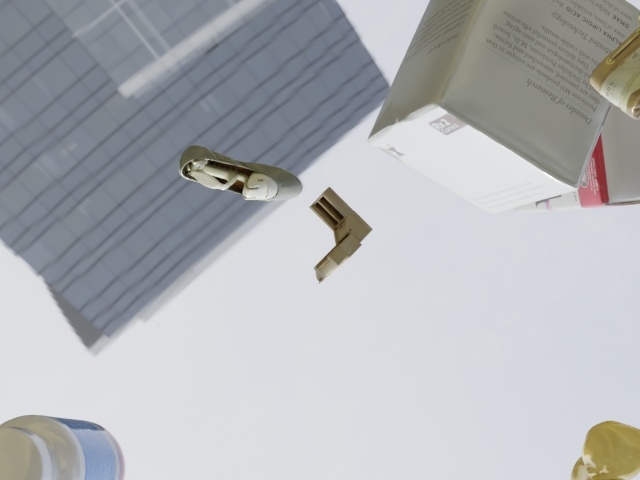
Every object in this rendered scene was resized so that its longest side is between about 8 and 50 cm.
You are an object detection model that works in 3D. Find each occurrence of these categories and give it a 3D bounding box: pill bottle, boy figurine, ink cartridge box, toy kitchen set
[{"bbox_3d":[-0.310,0.259,1.137,0.124,0.221,0.124,-2,-103,7],"label":"pill bottle"},{"bbox_3d":[0.402,0.373,1.439,0.092,0.285,0.177,5,-159,4],"label":"boy figurine"},{"bbox_3d":[0.426,-0.164,1.668,0.131,0.226,0.306,-9,-179,-17],"label":"ink cartridge box"},{"bbox_3d":[0.000,0.000,1.180,0.068,0.075,0.083,-45,180,45],"label":"toy kitchen set"}]

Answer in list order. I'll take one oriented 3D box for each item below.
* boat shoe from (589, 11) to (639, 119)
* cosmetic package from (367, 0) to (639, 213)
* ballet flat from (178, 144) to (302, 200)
[{"bbox_3d":[0.228,-0.139,0.660,0.045,0.050,0.135,35,-110,27],"label":"boat shoe"},{"bbox_3d":[0.164,-0.145,0.914,0.184,0.151,0.151,-66,-165,-14],"label":"cosmetic package"},{"bbox_3d":[-0.137,-0.100,1.710,0.213,0.072,0.068,17,-142,-2],"label":"ballet flat"}]
